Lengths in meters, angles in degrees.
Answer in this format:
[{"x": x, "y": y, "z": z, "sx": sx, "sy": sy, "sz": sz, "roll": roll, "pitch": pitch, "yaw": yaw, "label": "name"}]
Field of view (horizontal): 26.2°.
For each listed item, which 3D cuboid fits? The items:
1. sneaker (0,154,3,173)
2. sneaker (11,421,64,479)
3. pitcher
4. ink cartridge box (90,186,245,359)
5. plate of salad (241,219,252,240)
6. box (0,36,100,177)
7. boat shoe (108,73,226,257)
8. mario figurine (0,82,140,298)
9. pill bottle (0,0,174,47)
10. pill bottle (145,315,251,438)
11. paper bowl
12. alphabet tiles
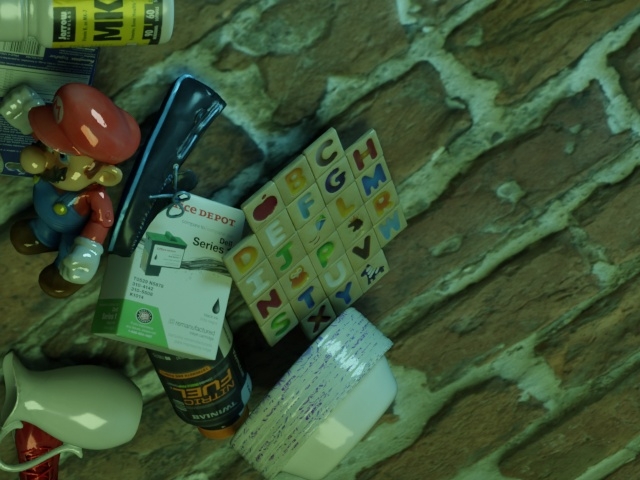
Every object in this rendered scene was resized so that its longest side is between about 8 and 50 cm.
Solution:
[{"x": -0.522, "y": -0.090, "z": 1.797, "sx": 0.240, "sy": 0.091, "sz": 0.126, "roll": -30, "pitch": 95, "yaw": 26, "label": "sneaker"}, {"x": -0.432, "y": 0.365, "z": 2.139, "sx": 0.087, "sy": 0.128, "sz": 0.221, "roll": -8, "pitch": 129, "yaw": -13, "label": "sneaker"}, {"x": -0.385, "y": 0.270, "z": 2.066, "sx": 0.207, "sy": 0.125, "sz": 0.178, "roll": 13, "pitch": 89, "yaw": -23, "label": "pitcher"}, {"x": -0.209, "y": 0.042, "z": 1.906, "sx": 0.160, "sy": 0.092, "sz": 0.219, "roll": 17, "pitch": 78, "yaw": -30, "label": "ink cartridge box"}, {"x": -0.025, "y": -0.026, "z": 2.023, "sx": 0.200, "sy": 0.048, "sz": 0.200, "roll": -14, "pitch": 140, "yaw": -12, "label": "plate of salad"}, {"x": -0.373, "y": -0.182, "z": 1.788, "sx": 0.136, "sy": 0.036, "sz": 0.225, "roll": 5, "pitch": 125, "yaw": -22, "label": "box"}, {"x": -0.197, "y": -0.092, "z": 1.802, "sx": 0.089, "sy": 0.109, "sz": 0.258, "roll": 25, "pitch": 85, "yaw": -13, "label": "boat shoe"}, {"x": -0.345, "y": -0.067, "z": 1.742, "sx": 0.198, "sy": 0.170, "sz": 0.320, "roll": 23, "pitch": 134, "yaw": 1, "label": "mario figurine"}, {"x": -0.290, "y": -0.295, "z": 1.674, "sx": 0.208, "sy": 0.119, "sz": 0.119, "roll": -5, "pitch": 128, "yaw": -15, "label": "pill bottle"}, {"x": -0.181, "y": 0.194, "z": 2.089, "sx": 0.130, "sy": 0.130, "sz": 0.246, "roll": -20, "pitch": 131, "yaw": -2, "label": "pill bottle"}, {"x": 0.006, "y": 0.251, "z": 2.084, "sx": 0.148, "sy": 0.284, "sz": 0.284, "roll": 41, "pitch": 111, "yaw": 4, "label": "paper bowl"}, {"x": 0.000, "y": 0.000, "z": 1.982, "sx": 0.285, "sy": 0.011, "sz": 0.342, "roll": -41, "pitch": 142, "yaw": -13, "label": "alphabet tiles"}]
